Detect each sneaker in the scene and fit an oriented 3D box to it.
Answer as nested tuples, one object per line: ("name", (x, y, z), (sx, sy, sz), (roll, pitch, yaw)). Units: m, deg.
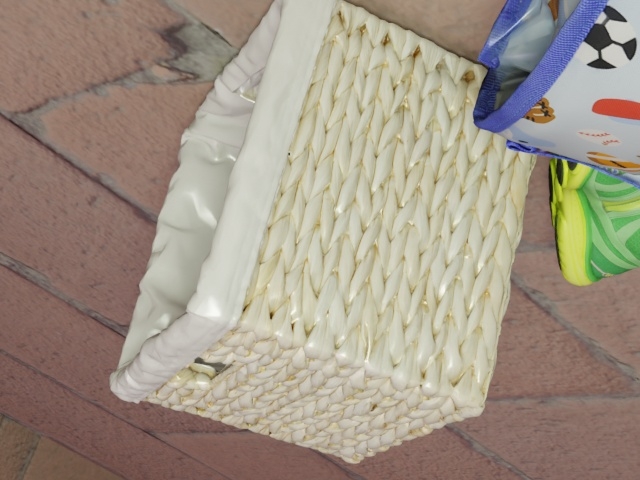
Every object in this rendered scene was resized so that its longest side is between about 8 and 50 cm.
("sneaker", (0.265, -0.066, 1.139), (0.123, 0.109, 0.295), (-9, 149, 5))

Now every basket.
("basket", (0.000, 0.000, 1.185), (0.266, 0.331, 0.328), (20, 156, -15))

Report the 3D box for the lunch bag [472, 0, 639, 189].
("lunch bag", (0.295, -0.143, 0.779), (0.328, 0.239, 0.385), (18, 148, -2))
